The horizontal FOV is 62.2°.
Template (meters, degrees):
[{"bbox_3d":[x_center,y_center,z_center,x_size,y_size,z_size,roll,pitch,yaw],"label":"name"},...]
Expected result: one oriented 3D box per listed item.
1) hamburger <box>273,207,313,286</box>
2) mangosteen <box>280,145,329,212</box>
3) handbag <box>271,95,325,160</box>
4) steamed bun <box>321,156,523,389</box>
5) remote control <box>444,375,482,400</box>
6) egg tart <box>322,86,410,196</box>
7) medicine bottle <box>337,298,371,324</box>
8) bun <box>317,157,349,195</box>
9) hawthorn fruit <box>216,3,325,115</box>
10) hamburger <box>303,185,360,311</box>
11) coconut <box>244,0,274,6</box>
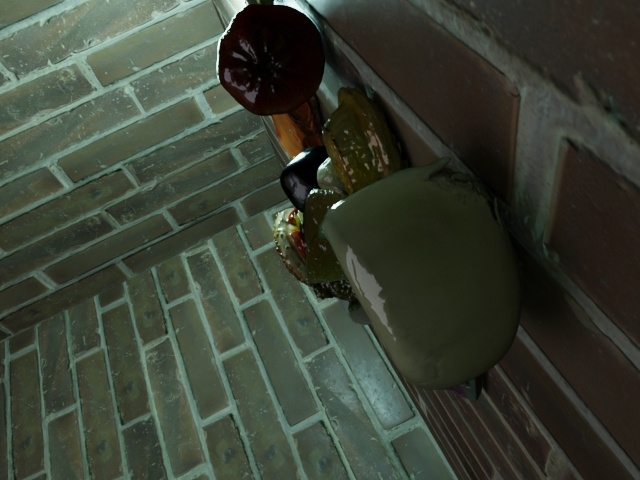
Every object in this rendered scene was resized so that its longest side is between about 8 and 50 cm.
[{"bbox_3d":[0.000,0.000,1.834,0.330,0.250,0.330,52,-164,-22],"label":"hamburger"},{"bbox_3d":[0.014,-0.157,1.510,0.242,0.243,0.243,62,175,9],"label":"mangosteen"},{"bbox_3d":[-0.078,-0.395,1.756,0.303,0.116,0.410,57,174,28],"label":"handbag"},{"bbox_3d":[0.166,0.046,0.778,0.311,0.233,0.334,61,-176,0],"label":"steamed bun"},{"bbox_3d":[0.303,0.272,1.238,0.145,0.050,0.344,17,149,29],"label":"remote control"},{"bbox_3d":[0.083,-0.190,1.115,0.288,0.118,0.288,155,90,-89],"label":"egg tart"},{"bbox_3d":[0.131,0.152,1.993,0.189,0.190,0.332,66,175,-35],"label":"medicine bottle"},{"bbox_3d":[0.076,-0.147,1.326,0.188,0.111,0.164,39,172,-33],"label":"bun"},{"bbox_3d":[-0.115,-0.426,1.245,0.300,0.254,0.254,-99,-14,-63],"label":"hawthorn fruit"},{"bbox_3d":[0.076,0.017,1.197,0.168,0.193,0.287,7,-100,-65],"label":"hamburger"},{"bbox_3d":[-0.169,-0.657,1.449,0.081,0.082,0.083,-114,25,-47],"label":"coconut"}]
